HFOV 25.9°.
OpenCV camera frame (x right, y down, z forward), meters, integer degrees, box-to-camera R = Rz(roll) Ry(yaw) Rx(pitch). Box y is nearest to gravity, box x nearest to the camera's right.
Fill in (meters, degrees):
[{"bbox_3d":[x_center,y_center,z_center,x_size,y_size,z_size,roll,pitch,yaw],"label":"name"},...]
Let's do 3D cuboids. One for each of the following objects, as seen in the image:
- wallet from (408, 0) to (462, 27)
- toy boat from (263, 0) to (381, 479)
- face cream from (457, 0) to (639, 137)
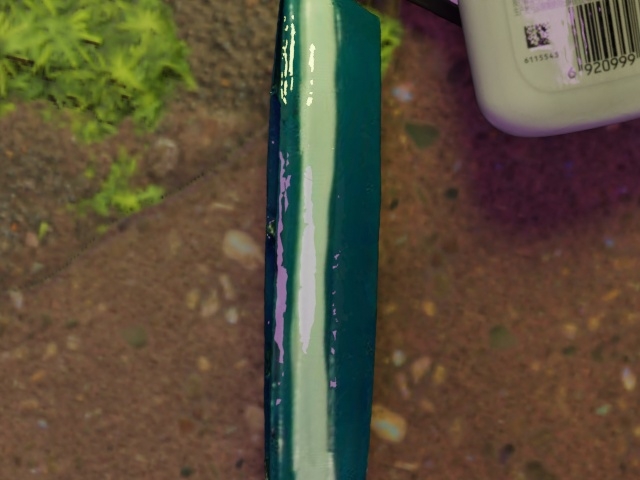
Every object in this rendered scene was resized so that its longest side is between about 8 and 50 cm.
[{"bbox_3d":[0.101,-0.242,0.763,0.124,0.025,0.244,27,103,2],"label":"wallet"},{"bbox_3d":[0.000,0.000,0.788,0.062,0.096,0.299,1,98,-3],"label":"toy boat"},{"bbox_3d":[0.125,-0.203,0.715,0.144,0.071,0.291,-15,107,-2],"label":"face cream"}]
